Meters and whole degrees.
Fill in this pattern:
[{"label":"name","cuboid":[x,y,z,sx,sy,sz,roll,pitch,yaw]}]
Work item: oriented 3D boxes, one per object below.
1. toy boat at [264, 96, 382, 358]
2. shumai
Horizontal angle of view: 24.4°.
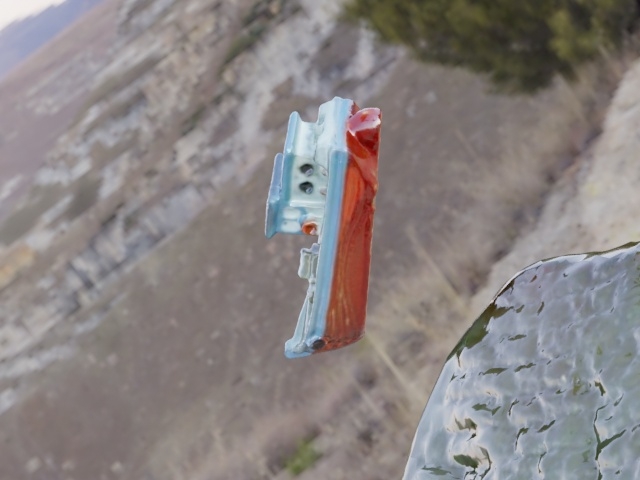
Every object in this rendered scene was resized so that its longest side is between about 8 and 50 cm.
[{"label":"toy boat","cuboid":[0.000,0.000,0.818,0.058,0.173,0.069,4,38,2]},{"label":"shumai","cuboid":[0.167,0.125,0.610,0.222,0.203,0.272,-52,23,21]}]
